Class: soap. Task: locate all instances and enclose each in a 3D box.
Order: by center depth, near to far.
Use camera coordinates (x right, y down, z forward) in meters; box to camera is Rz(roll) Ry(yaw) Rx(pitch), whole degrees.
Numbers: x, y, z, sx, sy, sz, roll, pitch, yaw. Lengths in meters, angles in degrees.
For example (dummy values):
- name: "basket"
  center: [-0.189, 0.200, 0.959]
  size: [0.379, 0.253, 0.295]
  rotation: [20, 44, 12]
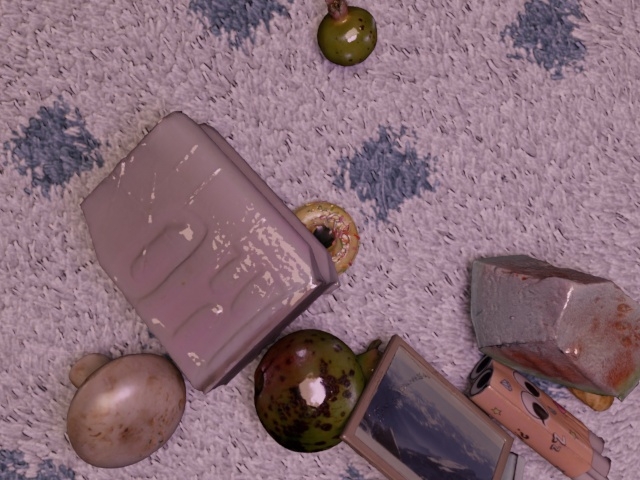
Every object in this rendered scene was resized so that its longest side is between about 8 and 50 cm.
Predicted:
- name: "soap"
  center: [-0.221, 0.023, 1.261]
  size: [0.350, 0.213, 0.435]
  rotation: [-41, 83, 9]

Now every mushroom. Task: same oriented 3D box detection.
- name: "mushroom"
  center: [-0.394, 0.308, 1.283]
  size: [0.243, 0.243, 0.244]
  rotation: [0, 86, -2]

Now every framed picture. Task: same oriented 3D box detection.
- name: "framed picture"
  center: [0.211, 0.372, 1.230]
  size: [0.335, 0.022, 0.247]
  rotation: [42, 51, -8]

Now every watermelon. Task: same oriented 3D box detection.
- name: "watermelon"
  center: [0.456, 0.142, 1.239]
  size: [0.387, 0.258, 0.228]
  rotation: [26, 73, 16]

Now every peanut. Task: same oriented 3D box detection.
- name: "peanut"
  center: [0.551, 0.265, 1.370]
  size: [0.089, 0.089, 0.193]
  rotation: [-15, 82, -3]

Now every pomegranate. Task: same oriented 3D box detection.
- name: "pomegranate"
  center: [0.009, 0.294, 1.295]
  size: [0.305, 0.242, 0.243]
  rotation: [8, 84, -45]
- name: "pomegranate"
  center: [0.043, -0.442, 1.371]
  size: [0.159, 0.129, 0.129]
  rotation: [34, 84, -36]

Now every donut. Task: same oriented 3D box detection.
- name: "donut"
  center: [0.000, 0.000, 1.373]
  size: [0.174, 0.068, 0.175]
  rotation: [0, 85, -1]

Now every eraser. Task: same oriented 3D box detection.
- name: "eraser"
  center: [0.438, 0.359, 1.322]
  size: [0.290, 0.171, 0.087]
  rotation: [39, 112, 1]

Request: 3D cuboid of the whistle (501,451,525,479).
- name: "whistle"
  center: [0.379, 0.586, 1.312]
  size: [0.163, 0.163, 0.290]
  rotation: [18, 65, -1]

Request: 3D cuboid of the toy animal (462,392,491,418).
- name: "toy animal"
  center: [0.271, 0.345, 1.360]
  size: [0.253, 0.070, 0.079]
  rotation: [35, 69, 4]
